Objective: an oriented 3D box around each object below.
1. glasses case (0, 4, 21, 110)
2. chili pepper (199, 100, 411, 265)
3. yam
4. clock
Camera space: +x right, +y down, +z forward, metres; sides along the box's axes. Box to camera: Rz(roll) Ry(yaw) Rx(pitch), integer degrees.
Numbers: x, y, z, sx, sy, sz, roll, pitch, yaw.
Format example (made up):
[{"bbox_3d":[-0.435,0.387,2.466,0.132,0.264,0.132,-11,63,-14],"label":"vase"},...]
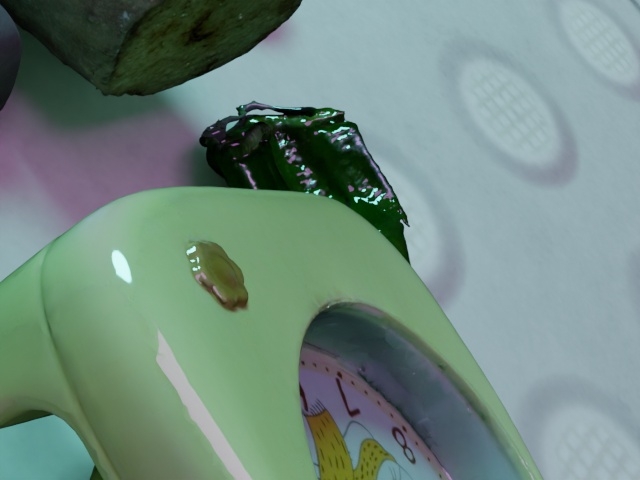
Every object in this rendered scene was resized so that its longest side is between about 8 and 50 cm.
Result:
[{"bbox_3d":[-0.225,-0.062,0.495,0.042,0.072,0.191,37,39,14],"label":"glasses case"},{"bbox_3d":[0.001,-0.002,0.649,0.108,0.062,0.216,-22,75,-40],"label":"chili pepper"},{"bbox_3d":[-0.143,-0.192,0.600,0.254,0.154,0.154,46,41,8],"label":"yam"},{"bbox_3d":[0.017,0.145,0.447,0.348,0.117,0.286,61,20,12],"label":"clock"}]
